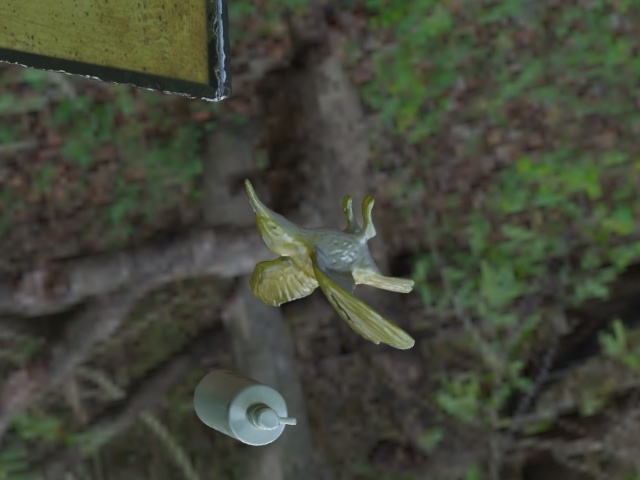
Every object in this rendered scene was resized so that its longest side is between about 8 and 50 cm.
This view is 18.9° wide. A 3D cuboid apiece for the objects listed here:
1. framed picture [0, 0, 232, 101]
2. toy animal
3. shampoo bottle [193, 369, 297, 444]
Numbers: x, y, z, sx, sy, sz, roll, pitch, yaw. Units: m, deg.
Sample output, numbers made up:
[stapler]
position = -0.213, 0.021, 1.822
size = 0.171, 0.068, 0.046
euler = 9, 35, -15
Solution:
[framed picture]
position = -0.147, -0.242, 0.875
size = 0.255, 0.339, 0.014
euler = 14, -154, 35
[toy animal]
position = 0.000, 0.000, 1.535
size = 0.095, 0.155, 0.219
euler = -34, -163, -23
[shampoo bottle]
position = -0.104, 0.227, 2.592
size = 0.085, 0.085, 0.262
euler = -7, -177, -16
